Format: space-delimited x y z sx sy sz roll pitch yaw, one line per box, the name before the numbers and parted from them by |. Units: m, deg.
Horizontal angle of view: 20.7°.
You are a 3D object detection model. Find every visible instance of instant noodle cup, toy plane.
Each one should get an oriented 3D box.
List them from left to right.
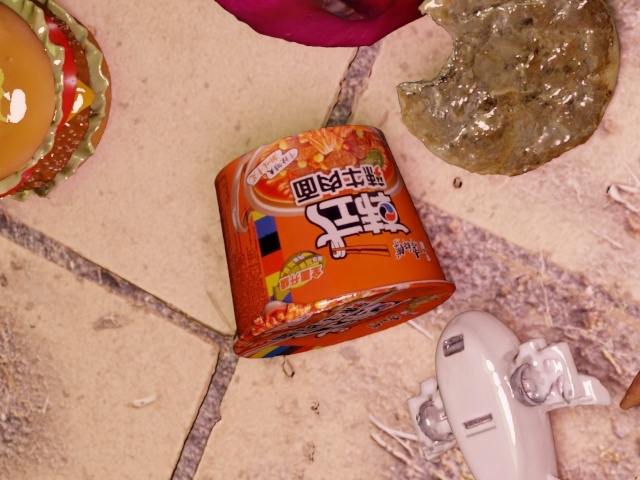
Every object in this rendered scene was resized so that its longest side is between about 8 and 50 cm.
instant noodle cup | 0.000 0.000 1.894 0.250 0.250 0.192 -22 76 23
toy plane | 0.200 0.194 1.880 0.252 0.118 0.252 10 106 39

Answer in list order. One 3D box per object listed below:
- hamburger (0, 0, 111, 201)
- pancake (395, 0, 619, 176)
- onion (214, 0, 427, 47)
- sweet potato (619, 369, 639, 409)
hamburger | -0.398 -0.172 2.058 0.274 0.212 0.274 2 94 23
pancake | 0.199 -0.178 1.824 0.253 0.037 0.253 -7 121 -12
onion | -0.039 -0.405 1.838 0.420 0.398 0.398 12 98 45
sweet potato | 0.400 0.114 1.824 0.218 0.051 0.065 -30 83 21
